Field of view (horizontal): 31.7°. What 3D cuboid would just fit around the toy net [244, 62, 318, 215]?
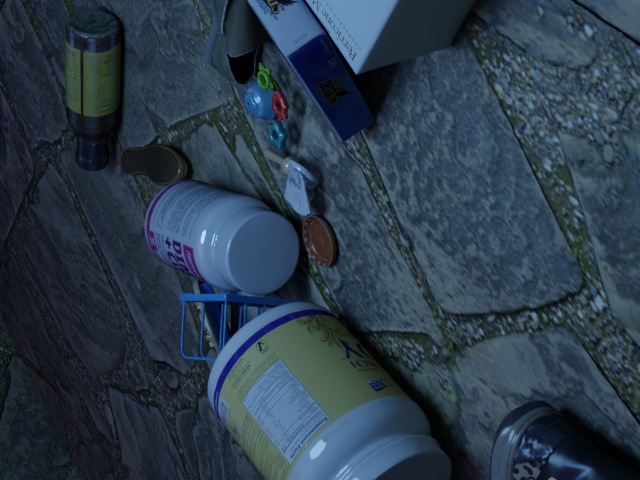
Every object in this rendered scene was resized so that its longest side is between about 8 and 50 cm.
[{"bbox_3d":[-0.047,-0.152,1.709,0.122,0.045,0.232,-38,75,57],"label":"toy net"}]

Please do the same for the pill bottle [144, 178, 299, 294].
[{"bbox_3d":[-0.164,-0.005,1.866,0.283,0.160,0.160,18,121,55],"label":"pill bottle"}]

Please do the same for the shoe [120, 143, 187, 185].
[{"bbox_3d":[-0.306,-0.146,2.143,0.219,0.058,0.077,15,99,52],"label":"shoe"}]

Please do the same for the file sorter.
[{"bbox_3d":[-0.125,0.141,1.797,0.118,0.170,0.105,-4,81,46],"label":"file sorter"}]

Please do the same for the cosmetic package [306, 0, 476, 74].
[{"bbox_3d":[0.108,-0.374,1.203,0.197,0.155,0.365,57,147,19],"label":"cosmetic package"}]

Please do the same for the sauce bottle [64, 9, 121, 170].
[{"bbox_3d":[-0.456,-0.291,2.247,0.111,0.111,0.344,50,143,33],"label":"sauce bottle"}]

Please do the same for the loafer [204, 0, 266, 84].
[{"bbox_3d":[-0.110,-0.325,1.678,0.087,0.094,0.251,53,156,19],"label":"loafer"}]

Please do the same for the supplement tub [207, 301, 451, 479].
[{"bbox_3d":[0.011,0.273,1.651,0.331,0.241,0.241,45,142,37],"label":"supplement tub"}]

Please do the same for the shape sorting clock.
[{"bbox_3d":[-0.177,0.161,1.937,0.206,0.040,0.206,160,90,-87],"label":"shape sorting clock"}]

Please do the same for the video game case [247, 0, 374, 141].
[{"bbox_3d":[-0.041,-0.281,1.461,0.244,0.061,0.269,57,-177,23],"label":"video game case"}]

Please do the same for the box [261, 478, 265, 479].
[{"bbox_3d":[-0.040,0.458,1.832,0.123,0.128,0.257,57,-175,23],"label":"box"}]

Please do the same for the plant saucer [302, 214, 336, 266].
[{"bbox_3d":[0.000,0.000,1.743,0.083,0.013,0.084,37,136,46],"label":"plant saucer"}]

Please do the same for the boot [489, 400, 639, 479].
[{"bbox_3d":[0.331,0.398,1.299,0.284,0.138,0.378,20,117,54],"label":"boot"}]

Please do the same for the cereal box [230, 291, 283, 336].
[{"bbox_3d":[-0.079,0.180,1.945,0.240,0.047,0.173,40,137,44],"label":"cereal box"}]
